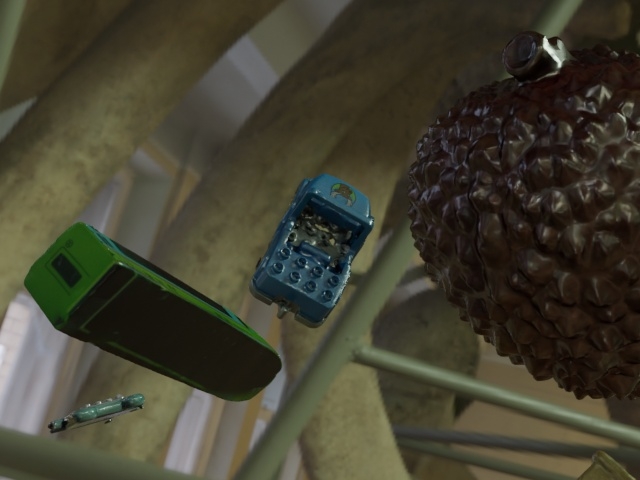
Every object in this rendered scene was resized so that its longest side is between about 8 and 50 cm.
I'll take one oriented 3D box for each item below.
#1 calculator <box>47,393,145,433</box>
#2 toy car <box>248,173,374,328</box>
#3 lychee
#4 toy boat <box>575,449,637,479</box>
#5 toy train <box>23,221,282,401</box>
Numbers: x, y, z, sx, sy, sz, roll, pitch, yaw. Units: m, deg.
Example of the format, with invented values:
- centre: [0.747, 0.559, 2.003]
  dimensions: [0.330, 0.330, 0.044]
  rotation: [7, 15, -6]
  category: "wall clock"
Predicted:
- centre: [-0.217, 0.169, 1.031]
  dimensions: [0.094, 0.019, 0.141]
  rotation: [-13, -9, -24]
  category: "calculator"
- centre: [0.000, 0.000, 1.183]
  dimensions: [0.097, 0.191, 0.100]
  rotation: [30, -36, -7]
  category: "toy car"
- centre: [0.221, -0.023, 0.884]
  dimensions: [0.306, 0.306, 0.330]
  rotation: [0, -65, 45]
  category: "lychee"
- centre: [0.367, 0.349, 1.331]
  dimensions: [0.116, 0.061, 0.188]
  rotation: [45, -15, 32]
  category: "toy boat"
- centre: [-0.082, 0.046, 0.578]
  dimensions: [0.042, 0.044, 0.209]
  rotation: [45, 1, 27]
  category: "toy train"
